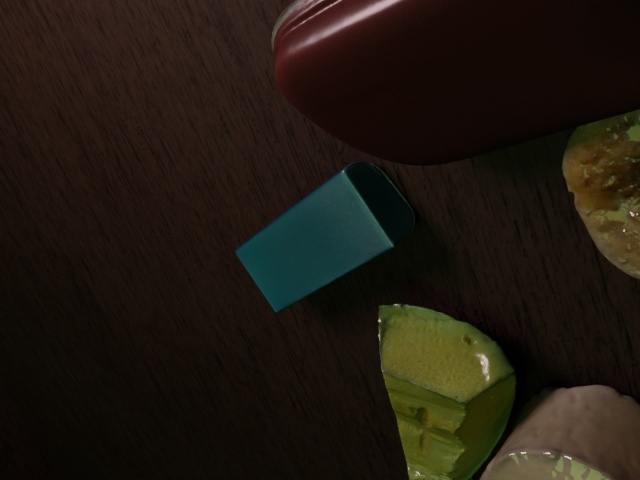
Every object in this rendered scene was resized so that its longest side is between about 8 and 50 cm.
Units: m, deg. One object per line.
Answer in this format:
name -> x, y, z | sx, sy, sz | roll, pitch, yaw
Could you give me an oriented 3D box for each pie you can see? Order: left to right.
pie -> 0.320, -0.059, 0.762 | 0.185, 0.052, 0.218 | 29, 136, 30

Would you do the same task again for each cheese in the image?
cheese -> 0.364, 0.345, 0.986 | 0.332, 0.153, 0.292 | 30, 139, 19

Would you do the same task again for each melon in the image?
melon -> 0.159, 0.236, 1.112 | 0.196, 0.124, 0.323 | 25, 143, 28

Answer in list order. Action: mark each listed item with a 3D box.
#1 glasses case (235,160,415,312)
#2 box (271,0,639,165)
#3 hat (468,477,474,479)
glasses case -> -0.001, -0.002, 1.102 | 0.117, 0.070, 0.301 | 56, 143, -2
box -> 0.137, -0.178, 0.709 | 0.263, 0.108, 0.404 | 27, 156, -35
hat -> 0.187, 0.422, 1.273 | 0.147, 0.085, 0.175 | -8, 118, 47
